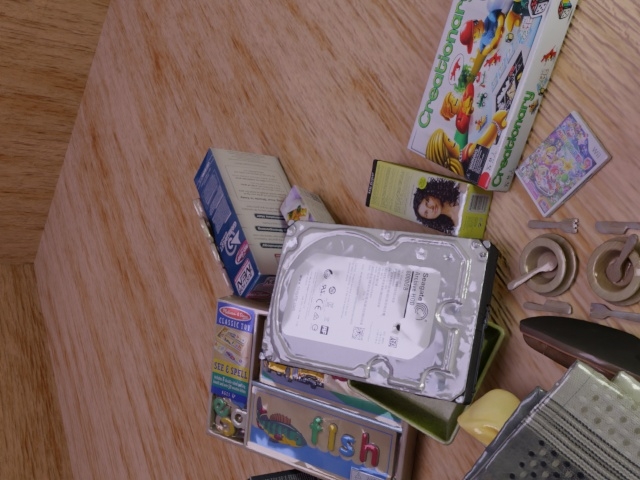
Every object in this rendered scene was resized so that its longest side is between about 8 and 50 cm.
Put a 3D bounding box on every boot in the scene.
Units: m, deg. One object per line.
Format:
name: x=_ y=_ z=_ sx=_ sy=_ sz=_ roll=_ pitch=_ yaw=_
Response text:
boot: x=0.353 y=0.175 z=0.827 sx=0.305 sy=0.112 sz=0.115 roll=27 pitch=120 yaw=51

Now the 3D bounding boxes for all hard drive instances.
hard drive: x=0.081 y=0.099 z=1.075 sx=0.339 sy=0.064 sz=0.236 roll=8 pitch=80 yaw=28

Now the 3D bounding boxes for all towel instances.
towel: x=0.307 y=0.321 z=0.753 sx=0.324 sy=0.056 sz=0.312 roll=38 pitch=111 yaw=9

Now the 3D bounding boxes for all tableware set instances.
tableware set: x=0.331 y=0.035 z=0.915 sx=0.194 sy=0.039 sz=0.128 roll=3 pitch=90 yaw=55

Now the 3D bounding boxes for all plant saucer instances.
plant saucer: x=0.161 y=0.182 z=1.072 sx=0.188 sy=0.045 sz=0.188 roll=26 pitch=89 yaw=31

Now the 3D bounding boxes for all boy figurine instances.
boy figurine: x=0.259 y=0.327 z=0.889 sx=0.092 sy=0.177 sz=0.285 roll=-30 pitch=65 yaw=18

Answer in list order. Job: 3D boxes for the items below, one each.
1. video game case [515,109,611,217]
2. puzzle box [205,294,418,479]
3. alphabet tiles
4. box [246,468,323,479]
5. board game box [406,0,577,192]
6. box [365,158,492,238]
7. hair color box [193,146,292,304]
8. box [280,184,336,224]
video game case: x=0.325 y=-0.102 z=0.959 sx=0.122 sy=0.011 sz=0.087 roll=-52 pitch=48 yaw=39
puzzle box: x=-0.020 y=0.267 z=1.243 sx=0.409 sy=0.052 sz=0.272 roll=10 pitch=99 yaw=29
alphabet tiles: x=-0.212 y=0.044 z=1.564 sx=0.278 sy=0.021 sz=0.284 roll=108 pitch=138 yaw=-82
box: x=-0.059 y=0.495 z=1.299 sx=0.153 sy=0.207 sz=0.108 roll=-52 pitch=48 yaw=41
board game box: x=0.246 y=-0.247 z=1.044 sx=0.193 sy=0.053 sz=0.305 roll=38 pitch=119 yaw=50
box: x=0.167 y=-0.070 z=1.142 sx=0.232 sy=0.058 sz=0.087 roll=23 pitch=106 yaw=54
hair color box: x=-0.126 y=-0.030 z=1.460 sx=0.105 sy=0.174 sz=0.347 roll=-55 pitch=46 yaw=36
box: x=0.000 y=0.000 z=1.305 sx=0.063 sy=0.067 sz=0.324 roll=-59 pitch=30 yaw=19
